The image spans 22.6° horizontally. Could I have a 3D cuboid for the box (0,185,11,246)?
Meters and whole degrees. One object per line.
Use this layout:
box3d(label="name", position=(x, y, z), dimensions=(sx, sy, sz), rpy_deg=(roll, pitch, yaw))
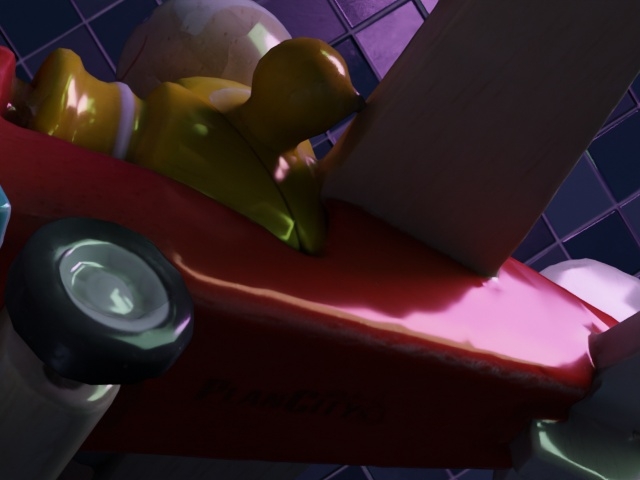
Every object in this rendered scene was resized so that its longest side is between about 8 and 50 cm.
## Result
box3d(label="box", position=(-0.163, -0.041, 0.437), dimensions=(0.244, 0.060, 0.100), rpy_deg=(53, -49, 41))

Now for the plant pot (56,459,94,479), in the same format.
box3d(label="plant pot", position=(-0.101, 0.146, 0.938), dimensions=(0.237, 0.109, 0.237), rpy_deg=(57, -5, 7))

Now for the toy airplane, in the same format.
box3d(label="toy airplane", position=(0.000, 0.000, 0.675), dimensions=(0.384, 0.386, 0.272), rpy_deg=(66, 2, -52))
